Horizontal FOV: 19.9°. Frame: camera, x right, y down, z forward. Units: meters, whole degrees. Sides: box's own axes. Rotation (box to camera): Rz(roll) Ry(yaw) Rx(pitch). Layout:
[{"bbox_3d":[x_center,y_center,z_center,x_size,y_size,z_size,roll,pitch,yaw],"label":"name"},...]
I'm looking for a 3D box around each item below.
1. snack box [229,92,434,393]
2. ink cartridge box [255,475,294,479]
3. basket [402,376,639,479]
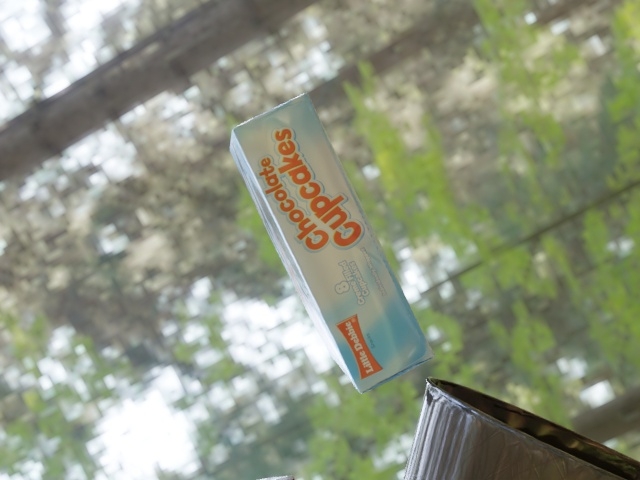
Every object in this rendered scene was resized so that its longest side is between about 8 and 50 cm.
[{"bbox_3d":[0.000,0.000,1.293,0.187,0.060,0.322,64,178,-2],"label":"snack box"},{"bbox_3d":[-0.077,0.385,1.400,0.272,0.130,0.309,-36,-75,-44],"label":"ink cartridge box"},{"bbox_3d":[0.114,0.228,1.116,0.204,0.227,0.154,23,-177,2],"label":"basket"}]
